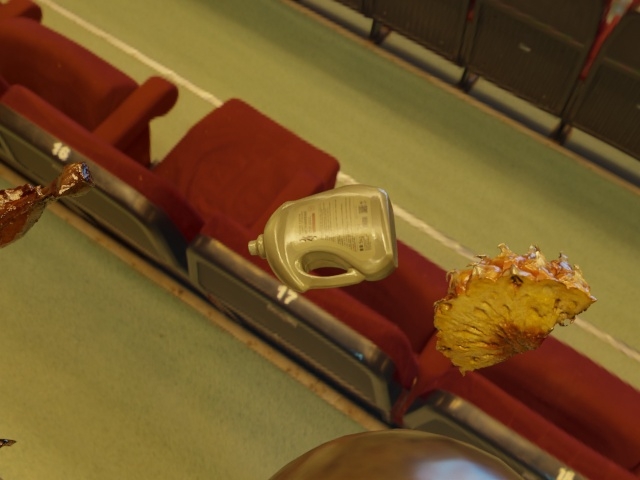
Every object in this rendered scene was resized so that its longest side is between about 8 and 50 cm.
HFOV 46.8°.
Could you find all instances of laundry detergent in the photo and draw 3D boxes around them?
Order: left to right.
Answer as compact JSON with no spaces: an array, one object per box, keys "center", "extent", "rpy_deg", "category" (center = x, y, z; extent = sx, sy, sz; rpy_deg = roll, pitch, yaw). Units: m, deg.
[{"center":[0.000,0.000,1.270],"extent":[0.254,0.091,0.181],"rpy_deg":[-9,66,11],"category":"laundry detergent"}]

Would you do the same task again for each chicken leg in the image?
[{"center":[-0.491,-0.058,1.252],"extent":[0.305,0.093,0.113],"rpy_deg":[-17,32,30],"category":"chicken leg"}]

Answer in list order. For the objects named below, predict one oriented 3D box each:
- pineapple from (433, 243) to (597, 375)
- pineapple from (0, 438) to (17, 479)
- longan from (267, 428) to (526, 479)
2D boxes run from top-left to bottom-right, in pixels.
[{"center":[0.232,0.053,0.983],"extent":[0.140,0.250,0.164],"rpy_deg":[29,56,-14],"category":"pineapple"},{"center":[-0.431,0.193,0.568],"extent":[0.353,0.300,0.352],"rpy_deg":[-2,41,2],"category":"pineapple"},{"center":[0.071,0.363,0.656],"extent":[0.405,0.336,0.404],"rpy_deg":[-10,39,8],"category":"longan"}]
